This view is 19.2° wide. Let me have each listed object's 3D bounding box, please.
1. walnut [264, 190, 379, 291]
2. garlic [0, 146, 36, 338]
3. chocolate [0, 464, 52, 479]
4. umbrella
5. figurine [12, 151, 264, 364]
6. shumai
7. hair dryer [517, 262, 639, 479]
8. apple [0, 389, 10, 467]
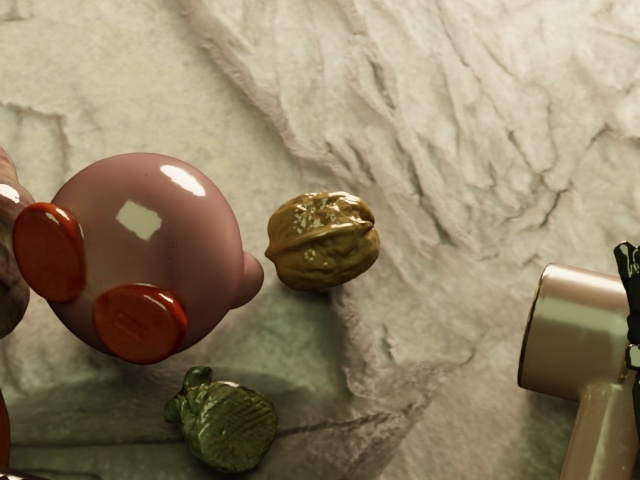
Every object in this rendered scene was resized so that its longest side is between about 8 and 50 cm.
[{"bbox_3d":[0.000,0.000,1.559,0.096,0.082,0.079,-14,82,1],"label":"walnut"},{"bbox_3d":[-0.345,-0.001,1.525,0.245,0.160,0.245,-2,61,4],"label":"garlic"},{"bbox_3d":[-0.300,0.286,1.150,0.314,0.297,0.326,18,86,-4],"label":"chocolate"},{"bbox_3d":[0.258,0.109,1.361,0.066,0.059,0.236,-13,64,20],"label":"umbrella"},{"bbox_3d":[-0.140,0.011,1.504,0.173,0.173,0.173,-1,52,2],"label":"figurine"},{"bbox_3d":[-0.087,0.143,1.474,0.080,0.082,0.083,-7,24,47],"label":"shumai"},{"bbox_3d":[0.218,0.188,1.408,0.189,0.107,0.344,14,63,11],"label":"hair dryer"},{"bbox_3d":[-0.324,0.166,1.393,0.195,0.160,0.173,-8,56,-5],"label":"apple"}]
